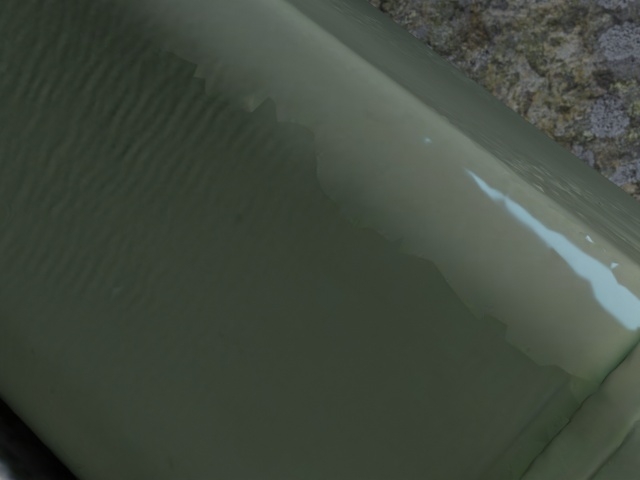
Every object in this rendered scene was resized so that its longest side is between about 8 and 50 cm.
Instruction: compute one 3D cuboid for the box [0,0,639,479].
[{"bbox_3d":[0.000,0.000,0.580,0.344,0.177,0.352,39,12,18],"label":"box"}]
